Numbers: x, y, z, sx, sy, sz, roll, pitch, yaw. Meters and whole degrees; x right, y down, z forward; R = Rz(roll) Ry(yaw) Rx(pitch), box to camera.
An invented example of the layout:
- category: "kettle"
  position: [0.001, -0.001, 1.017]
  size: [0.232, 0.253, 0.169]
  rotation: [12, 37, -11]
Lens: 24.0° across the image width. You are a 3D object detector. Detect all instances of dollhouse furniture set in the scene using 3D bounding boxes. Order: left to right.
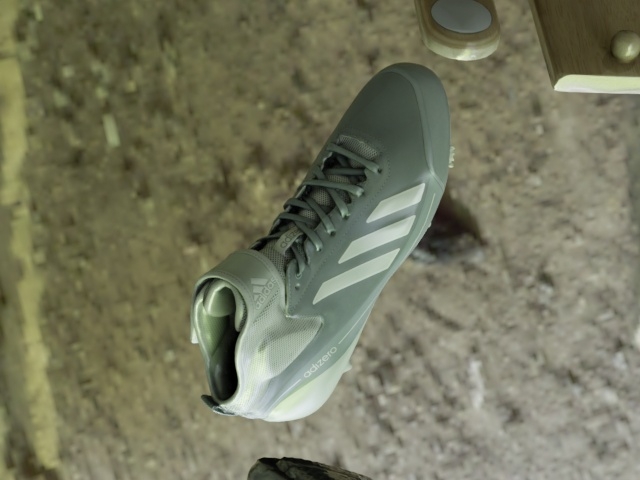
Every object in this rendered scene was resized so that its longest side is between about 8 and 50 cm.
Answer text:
- category: "dollhouse furniture set"
  position: [0.078, -0.153, 0.570]
  size: [0.123, 0.144, 0.151]
  rotation: [-95, 9, -45]

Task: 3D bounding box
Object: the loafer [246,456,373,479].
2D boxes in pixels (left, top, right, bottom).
- category: "loafer"
  position: [0.073, 0.151, 0.440]
  size: [0.302, 0.109, 0.095]
  rotation: [19, 90, 44]

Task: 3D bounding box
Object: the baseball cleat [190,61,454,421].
- category: "baseball cleat"
  position: [0.000, 0.000, 0.772]
  size: [0.072, 0.109, 0.206]
  rotation: [24, 96, 36]
